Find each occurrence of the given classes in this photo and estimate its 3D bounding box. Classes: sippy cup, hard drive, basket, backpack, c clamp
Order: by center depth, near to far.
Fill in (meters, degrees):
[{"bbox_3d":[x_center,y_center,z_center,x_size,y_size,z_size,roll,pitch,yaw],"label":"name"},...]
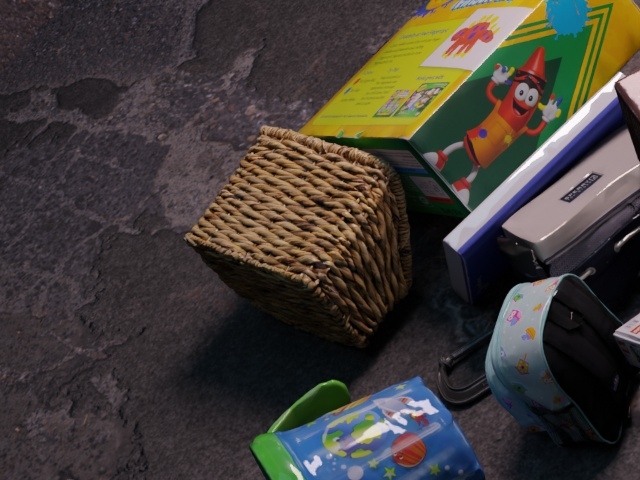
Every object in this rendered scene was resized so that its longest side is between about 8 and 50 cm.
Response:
[{"bbox_3d":[0.279,0.136,1.839,0.144,0.188,0.165,-4,48,39],"label":"backpack"},{"bbox_3d":[0.067,0.286,1.848,0.224,0.240,0.305,-31,73,-8],"label":"sippy cup"},{"bbox_3d":[0.215,0.145,2.036,0.161,0.022,0.137,-37,40,-1],"label":"c clamp"},{"bbox_3d":[0.294,-0.064,2.051,0.319,0.210,0.040,-43,70,-8],"label":"hard drive"},{"bbox_3d":[0.000,0.000,2.212,0.299,0.213,0.223,18,67,46],"label":"basket"}]

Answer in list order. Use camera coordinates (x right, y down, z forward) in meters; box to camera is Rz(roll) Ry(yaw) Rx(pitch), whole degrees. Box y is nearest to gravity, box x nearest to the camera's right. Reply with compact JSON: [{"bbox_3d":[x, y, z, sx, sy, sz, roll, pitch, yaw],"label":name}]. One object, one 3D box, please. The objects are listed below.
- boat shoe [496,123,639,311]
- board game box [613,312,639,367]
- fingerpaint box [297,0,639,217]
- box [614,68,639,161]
[{"bbox_3d":[0.387,-0.030,1.974,0.341,0.158,0.127,-34,28,-11],"label":"boat shoe"},{"bbox_3d":[0.505,0.056,1.758,0.305,0.053,0.193,-33,15,-11],"label":"board game box"},{"bbox_3d":[0.210,-0.219,2.229,0.371,0.163,0.445,-46,17,-12],"label":"fingerpaint box"},{"bbox_3d":[0.467,-0.110,1.777,0.168,0.167,0.203,-28,53,4],"label":"box"}]
